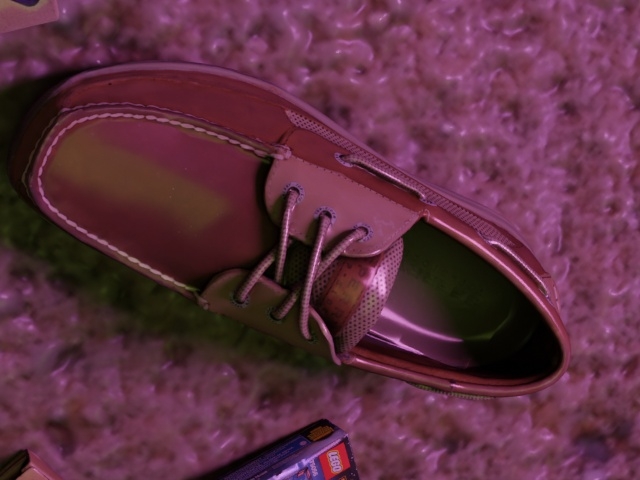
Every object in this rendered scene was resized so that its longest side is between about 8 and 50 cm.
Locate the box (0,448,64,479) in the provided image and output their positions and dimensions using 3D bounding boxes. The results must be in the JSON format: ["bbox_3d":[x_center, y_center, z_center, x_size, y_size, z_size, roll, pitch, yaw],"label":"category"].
[{"bbox_3d":[-0.163,0.235,0.909,0.164,0.021,0.201,-41,120,0],"label":"box"}]

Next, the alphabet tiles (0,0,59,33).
[{"bbox_3d":[-0.299,-0.142,0.703,0.342,0.011,0.285,-15,117,-14],"label":"alphabet tiles"}]

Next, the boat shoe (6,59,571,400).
[{"bbox_3d":[0.000,0.000,0.812,0.324,0.116,0.123,17,105,-26],"label":"boat shoe"}]

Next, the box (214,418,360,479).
[{"bbox_3d":[-0.013,0.184,0.928,0.094,0.027,0.137,-26,119,-23],"label":"box"}]
